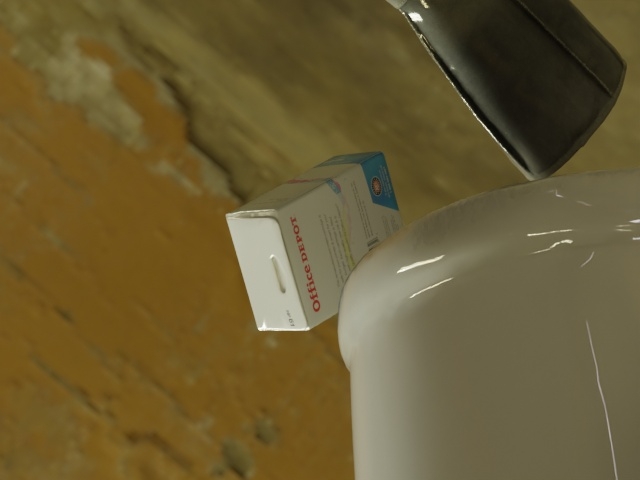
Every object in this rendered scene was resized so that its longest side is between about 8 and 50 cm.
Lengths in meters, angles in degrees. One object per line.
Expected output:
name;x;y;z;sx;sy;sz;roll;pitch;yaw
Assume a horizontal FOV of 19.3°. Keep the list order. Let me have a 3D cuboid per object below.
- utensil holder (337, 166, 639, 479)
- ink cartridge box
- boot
utensil holder;0.174;0.201;1.005;0.328;0.385;0.327;-1;156;0
ink cartridge box;0.000;0.000;1.301;0.052;0.122;0.088;-3;109;41
boot;0.111;-0.168;1.117;0.208;0.189;0.076;38;170;-15
